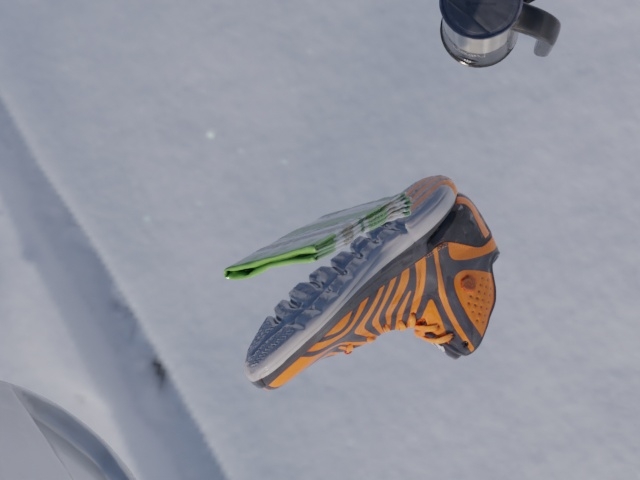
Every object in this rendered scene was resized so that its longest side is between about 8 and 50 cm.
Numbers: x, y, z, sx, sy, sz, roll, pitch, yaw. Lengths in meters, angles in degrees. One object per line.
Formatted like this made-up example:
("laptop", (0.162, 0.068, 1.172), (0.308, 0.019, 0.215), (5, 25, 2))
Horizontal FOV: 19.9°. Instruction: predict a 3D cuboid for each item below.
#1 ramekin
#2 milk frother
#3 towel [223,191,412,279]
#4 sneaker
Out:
("ramekin", (-0.294, 0.261, 1.669), (0.127, 0.273, 0.273), (-53, 48, 23))
("milk frother", (0.187, -0.260, 1.876), (0.129, 0.135, 0.143), (2, 84, 4))
("towel", (0.000, 0.000, 1.602), (0.113, 0.152, 0.023), (-16, 99, 41))
("sneaker", (0.077, 0.092, 2.043), (0.321, 0.180, 0.124), (-41, 20, -3))
